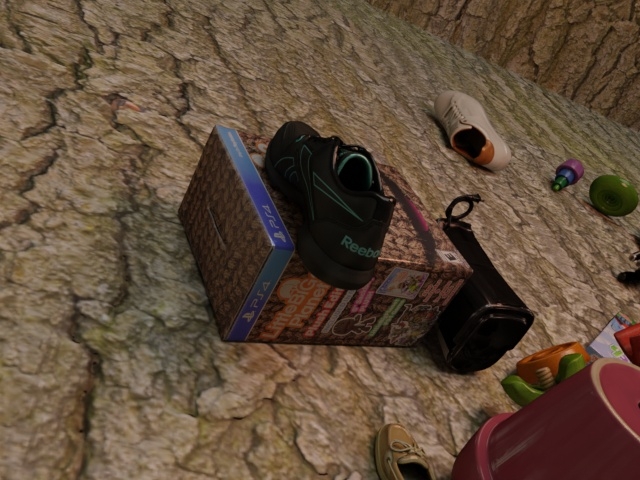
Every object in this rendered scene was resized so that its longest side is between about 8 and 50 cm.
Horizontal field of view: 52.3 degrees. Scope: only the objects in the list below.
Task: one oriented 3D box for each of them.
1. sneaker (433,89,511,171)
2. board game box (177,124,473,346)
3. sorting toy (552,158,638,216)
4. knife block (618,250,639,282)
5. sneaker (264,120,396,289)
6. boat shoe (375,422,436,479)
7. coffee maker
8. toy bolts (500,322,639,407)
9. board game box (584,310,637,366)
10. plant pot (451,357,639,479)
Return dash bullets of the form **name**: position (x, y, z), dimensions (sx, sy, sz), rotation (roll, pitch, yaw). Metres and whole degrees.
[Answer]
- **sneaker**: position (0.355, -0.293, 1.631), dimensions (0.123, 0.106, 0.290), rotation (7, 38, -39)
- **board game box**: position (0.000, 0.000, 0.828), dimensions (0.291, 0.141, 0.232), rotation (8, 37, -34)
- **sorting toy**: position (0.755, -0.072, 1.684), dimensions (0.365, 0.127, 0.126), rotation (37, 60, 18)
- **knife block**: position (0.763, 0.065, 1.456), dimensions (0.242, 0.088, 0.276), rotation (29, 30, -3)
- **sneaker**: position (0.016, -0.066, 0.694), dimensions (0.101, 0.106, 0.267), rotation (11, 34, -28)
- **boat shoe**: position (0.093, 0.237, 0.638), dimensions (0.056, 0.048, 0.153), rotation (19, 31, -18)
- **coffee maker**: position (0.193, 0.059, 0.878), dimensions (0.120, 0.171, 0.178), rotation (-10, 40, -15)
- **toy bolts**: position (0.364, 0.204, 0.812), dimensions (0.159, 0.228, 0.218), rotation (69, 13, 9)
- **board game box**: position (0.527, 0.207, 1.078), dimensions (0.160, 0.039, 0.211), rotation (43, 33, 21)
- **plant pot**: position (0.250, 0.215, 0.602), dimensions (0.201, 0.180, 0.201), rotation (21, 31, -13)
